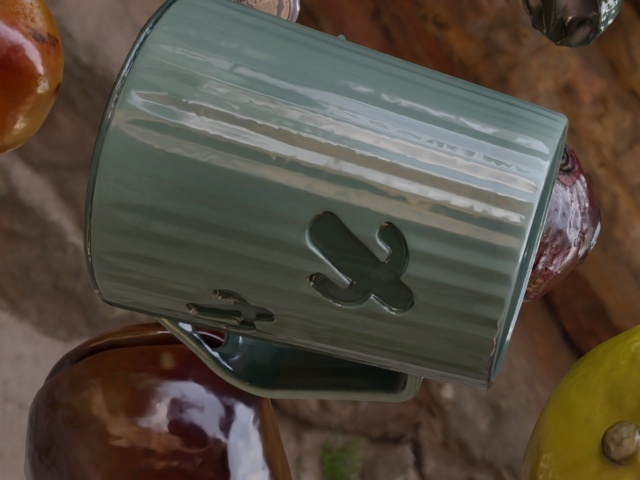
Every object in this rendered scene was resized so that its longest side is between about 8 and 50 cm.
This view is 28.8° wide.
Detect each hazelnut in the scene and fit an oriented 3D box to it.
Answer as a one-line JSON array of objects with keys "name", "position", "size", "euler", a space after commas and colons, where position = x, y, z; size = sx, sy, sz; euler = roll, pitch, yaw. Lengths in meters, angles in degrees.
[{"name": "hazelnut", "position": [-0.219, 0.335, 1.791], "size": [0.402, 0.402, 0.429], "euler": [-95, 178, -49]}]

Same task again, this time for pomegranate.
[{"name": "pomegranate", "position": [-0.373, -0.185, 1.300], "size": [0.209, 0.209, 0.209], "euler": [45, 25, -28]}]

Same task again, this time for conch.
[{"name": "conch", "position": [0.328, -0.375, 1.530], "size": [0.195, 0.277, 0.220], "euler": [-9, 74, -38]}]

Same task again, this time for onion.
[{"name": "onion", "position": [0.227, -0.021, 1.498], "size": [0.206, 0.216, 0.207], "euler": [27, 30, -24]}]

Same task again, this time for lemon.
[{"name": "lemon", "position": [0.346, 0.229, 1.147], "size": [0.348, 0.348, 0.348], "euler": [45, 25, -28]}]

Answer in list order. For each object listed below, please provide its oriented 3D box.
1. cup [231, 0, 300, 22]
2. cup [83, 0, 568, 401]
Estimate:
[{"name": "cup", "position": [-0.116, -0.336, 1.647], "size": [0.221, 0.167, 0.202], "euler": [80, -7, -46]}, {"name": "cup", "position": [0.008, -0.023, 1.196], "size": [0.401, 0.392, 0.310], "euler": [76, 32, -68]}]
